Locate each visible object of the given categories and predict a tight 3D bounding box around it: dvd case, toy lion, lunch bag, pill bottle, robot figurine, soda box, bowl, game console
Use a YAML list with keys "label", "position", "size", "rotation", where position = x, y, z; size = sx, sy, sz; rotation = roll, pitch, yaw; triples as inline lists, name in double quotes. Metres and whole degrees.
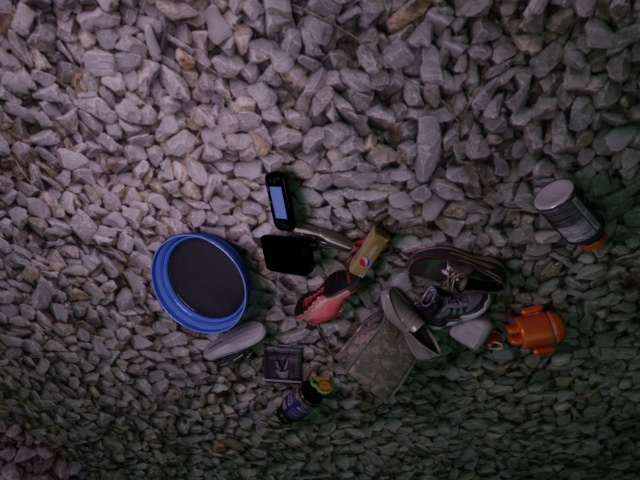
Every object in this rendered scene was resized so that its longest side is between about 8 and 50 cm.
- label: "dvd case"
  position: [-0.162, 0.537, 1.834]
  size: [0.165, 0.018, 0.221]
  rotation: [3, 119, 1]
- label: "toy lion"
  position: [0.004, 0.618, 1.823]
  size: [0.100, 0.096, 0.034]
  rotation: [11, 120, -2]
- label: "lunch bag"
  position: [0.240, 0.436, 1.657]
  size: [0.235, 0.169, 0.287]
  rotation: [41, 85, -14]
- label: "pill bottle"
  position: [-0.098, 0.723, 1.871]
  size: [0.123, 0.122, 0.219]
  rotation: [33, 120, -14]
- label: "robot figurine"
  position: [0.818, 0.338, 1.590]
  size: [0.220, 0.158, 0.128]
  rotation: [-15, 140, 12]
- label: "soda box"
  position: [0.168, 0.040, 1.482]
  size: [0.058, 0.061, 0.181]
  rotation: [25, 118, -9]
- label: "bowl"
  position: [-0.432, 0.152, 1.548]
  size: [0.391, 0.077, 0.391]
  rotation: [6, 111, 16]
- label: "pill bottle"
  position: [0.812, -0.072, 1.356]
  size: [0.246, 0.130, 0.130]
  rotation: [40, 115, -18]
- label: "bowl"
  position: [0.568, 0.342, 1.617]
  size: [0.142, 0.053, 0.142]
  rotation: [31, 117, 22]
- label: "game console"
  position: [-0.133, -0.053, 1.438]
  size: [0.213, 0.044, 0.361]
  rotation: [4, 112, 38]

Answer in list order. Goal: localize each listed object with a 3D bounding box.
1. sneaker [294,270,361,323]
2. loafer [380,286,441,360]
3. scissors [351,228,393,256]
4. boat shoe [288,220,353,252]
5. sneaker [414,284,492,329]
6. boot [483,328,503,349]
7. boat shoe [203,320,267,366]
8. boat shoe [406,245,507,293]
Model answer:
- label: "sneaker"
  position: [0.048, 0.223, 1.605]
  size: [0.314, 0.116, 0.136]
  rotation: [-35, 122, 28]
- label: "loafer"
  position: [0.340, 0.305, 1.577]
  size: [0.319, 0.112, 0.111]
  rotation: [55, 143, -6]
- label: "scissors"
  position: [0.110, 0.027, 1.523]
  size: [0.297, 0.021, 0.109]
  rotation: [-11, 120, 8]
- label: "boat shoe"
  position: [0.000, 0.000, 1.480]
  size: [0.233, 0.084, 0.079]
  rotation: [17, 116, 3]
- label: "sneaker"
  position: [0.483, 0.227, 1.563]
  size: [0.269, 0.101, 0.153]
  rotation: [-28, 117, 21]
- label: "boot"
  position: [0.635, 0.379, 1.652]
  size: [0.158, 0.084, 0.059]
  rotation: [12, 122, 0]
- label: "boat shoe"
  position: [-0.330, 0.428, 1.742]
  size: [0.335, 0.121, 0.119]
  rotation: [-26, 123, 29]
- label: "boat shoe"
  position: [0.483, 0.109, 1.480]
  size: [0.356, 0.130, 0.132]
  rotation: [5, 120, 1]
